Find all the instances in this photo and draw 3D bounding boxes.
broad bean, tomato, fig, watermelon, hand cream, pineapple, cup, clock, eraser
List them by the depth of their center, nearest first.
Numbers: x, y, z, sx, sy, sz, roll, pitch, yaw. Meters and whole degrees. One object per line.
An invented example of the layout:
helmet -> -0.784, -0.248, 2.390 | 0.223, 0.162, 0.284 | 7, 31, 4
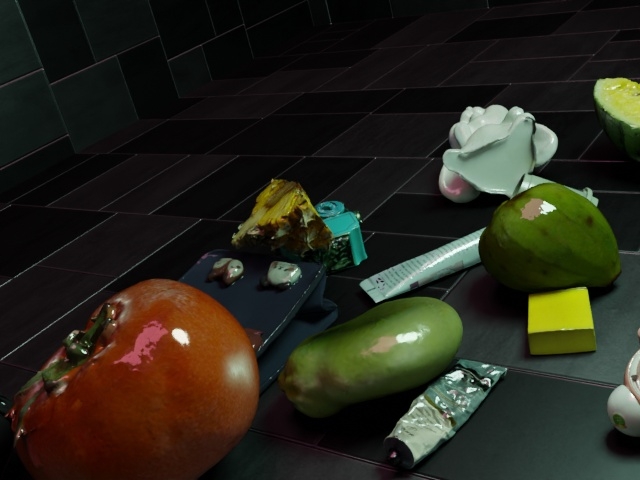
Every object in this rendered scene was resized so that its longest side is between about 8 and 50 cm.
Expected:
clock -> 0.462, 0.196, 1.076 | 0.166, 0.092, 0.162 | 4, 40, 35
tomato -> -0.246, 0.228, 1.187 | 0.341, 0.273, 0.341 | -39, 21, 18
hand cream -> 0.170, 0.241, 1.196 | 0.075, 0.052, 0.248 | 30, 39, 27
broad bean -> 0.077, 0.171, 1.270 | 0.291, 0.119, 0.238 | -22, 4, -9
eraser -> 0.372, 0.124, 1.316 | 0.097, 0.045, 0.122 | -7, 25, 18
fig -> 0.385, 0.013, 1.407 | 0.225, 0.203, 0.203 | 37, 44, 10
cup -> 0.420, -0.062, 1.547 | 0.141, 0.120, 0.120 | 28, 35, 5
hand cream -> 0.235, 0.032, 1.572 | 0.331, 0.058, 0.085 | -20, 29, -11
pineapple -> -0.067, -0.010, 1.592 | 0.164, 0.140, 0.250 | -47, 22, -10
watermelon -> 0.737, -0.247, 1.734 | 0.331, 0.189, 0.330 | -12, 42, 11

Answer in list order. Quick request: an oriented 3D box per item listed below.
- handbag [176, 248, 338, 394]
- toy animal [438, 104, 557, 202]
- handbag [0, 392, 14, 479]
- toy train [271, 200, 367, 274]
handbag -> -0.167, 0.144, 1.494 | 0.303, 0.122, 0.329 | 5, 33, 36
toy animal -> 0.385, -0.195, 1.841 | 0.249, 0.174, 0.289 | -14, 23, 32
handbag -> -0.575, 0.318, 1.311 | 0.215, 0.155, 0.169 | 0, 49, 30
toy train -> 0.000, 0.000, 1.724 | 0.198, 0.107, 0.154 | -17, 33, -4
